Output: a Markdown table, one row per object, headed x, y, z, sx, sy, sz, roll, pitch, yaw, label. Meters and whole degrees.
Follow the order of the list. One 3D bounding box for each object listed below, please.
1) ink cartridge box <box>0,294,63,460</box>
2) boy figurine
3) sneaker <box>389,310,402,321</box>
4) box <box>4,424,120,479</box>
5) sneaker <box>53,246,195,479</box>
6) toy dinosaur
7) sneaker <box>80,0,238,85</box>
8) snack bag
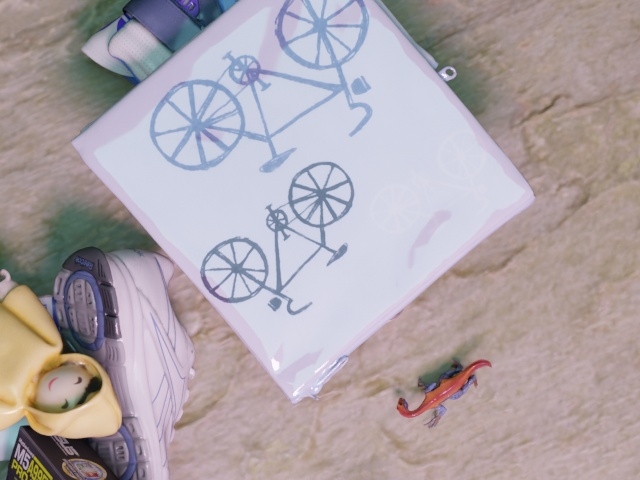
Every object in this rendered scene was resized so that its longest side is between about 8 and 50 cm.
| x | y | z | sx | sy | sz | roll | pitch | yaw | label |
| --- | --- | --- | --- | --- | --- | --- | --- | --- | --- |
| -0.416 | 0.145 | 1.549 | 0.332 | 0.065 | 0.165 | -3 | 86 | -1 | ink cartridge box |
| -0.318 | 0.111 | 1.457 | 0.285 | 0.092 | 0.177 | 30 | 58 | 12 | boy figurine |
| 0.000 | 0.000 | 1.544 | 0.221 | 0.128 | 0.087 | 33 | 85 | -2 | sneaker |
| -0.223 | 0.327 | 1.427 | 0.060 | 0.270 | 0.216 | 5 | 111 | -39 | box |
| -0.172 | 0.147 | 1.532 | 0.111 | 0.129 | 0.297 | 3 | 100 | 40 | sneaker |
| 0.117 | 0.150 | 1.574 | 0.082 | 0.090 | 0.047 | -29 | 70 | -35 | toy dinosaur |
| -0.140 | -0.267 | 1.553 | 0.236 | 0.130 | 0.323 | -19 | 93 | -8 | sneaker |
| -0.008 | -0.071 | 1.475 | 0.323 | 0.037 | 0.342 | -41 | 87 | -3 | snack bag |
